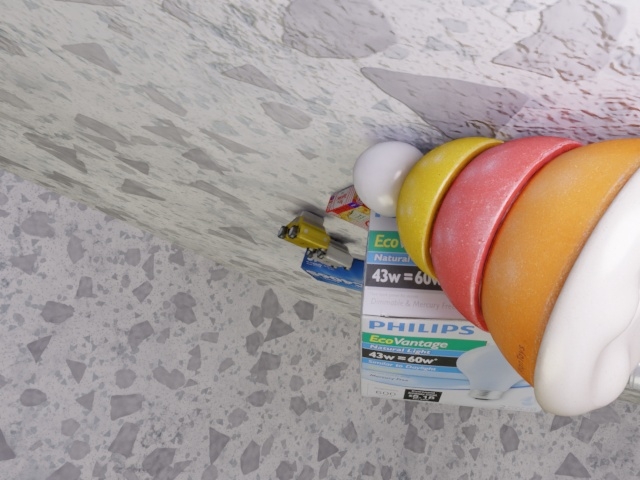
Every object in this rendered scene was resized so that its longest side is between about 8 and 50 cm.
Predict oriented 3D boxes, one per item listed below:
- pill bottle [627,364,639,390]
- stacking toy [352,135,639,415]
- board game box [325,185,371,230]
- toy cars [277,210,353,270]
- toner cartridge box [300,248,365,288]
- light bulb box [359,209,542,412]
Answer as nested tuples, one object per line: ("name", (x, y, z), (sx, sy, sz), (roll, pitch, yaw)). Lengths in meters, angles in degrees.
("pill bottle", (0.725, 0.302, 1.581), (0.319, 0.176, 0.176), (11, 165, 33))
("stacking toy", (0.221, -0.034, 0.784), (0.480, 0.350, 0.351), (32, 178, 38))
("board game box", (0.127, -0.053, 1.236), (0.194, 0.045, 0.147), (22, 167, -17))
("toy cars", (0.000, 0.000, 1.578), (0.177, 0.087, 0.394), (19, 172, 23))
("toner cartridge box", (0.125, 0.116, 1.898), (0.348, 0.075, 0.165), (13, 167, 25))
("light bulb box", (0.252, 0.128, 1.035), (0.358, 0.225, 0.361), (3, 147, 7))
